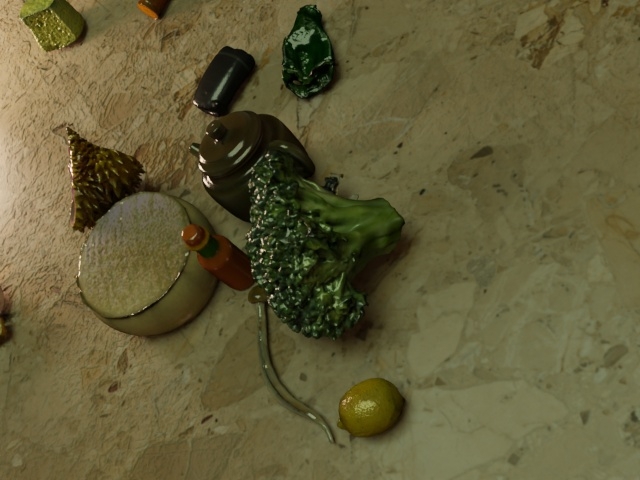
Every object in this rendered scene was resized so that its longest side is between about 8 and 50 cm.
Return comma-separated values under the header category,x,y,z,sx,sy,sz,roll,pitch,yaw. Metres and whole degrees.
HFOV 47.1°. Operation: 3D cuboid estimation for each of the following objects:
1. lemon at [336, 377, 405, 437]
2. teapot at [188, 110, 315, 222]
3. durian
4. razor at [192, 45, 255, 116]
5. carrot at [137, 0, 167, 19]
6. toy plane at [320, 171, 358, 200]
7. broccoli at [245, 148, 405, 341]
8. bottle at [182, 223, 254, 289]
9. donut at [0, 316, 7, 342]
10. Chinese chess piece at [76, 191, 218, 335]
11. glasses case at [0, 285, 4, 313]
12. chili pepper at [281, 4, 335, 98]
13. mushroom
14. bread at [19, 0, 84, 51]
category,x,y,z,sx,sy,sz,roll,pitch,yaw
lemon,0.072,0.254,1.109,0.110,0.082,0.082,-26,59,4
teapot,-0.127,-0.148,1.296,0.267,0.175,0.186,4,64,41
durian,-0.442,-0.099,1.437,0.153,0.260,0.187,24,91,-13
razor,-0.202,-0.327,1.506,0.090,0.054,0.148,22,77,34
carrot,-0.351,-0.618,1.709,0.057,0.057,0.224,17,73,30
toy plane,-0.010,-0.060,1.295,0.188,0.062,0.135,15,100,32
broccoli,0.000,0.000,1.178,0.248,0.245,0.288,-149,53,-60
bottle,-0.175,0.024,1.260,0.069,0.187,0.069,-9,63,18
donut,-0.673,0.197,1.486,0.083,0.067,0.038,-26,73,-27
Chinese chess piece,-0.318,0.042,1.362,0.269,0.112,0.270,-10,63,20
glasses case,-0.784,0.186,1.532,0.296,0.075,0.113,-36,57,5
chili pepper,-0.018,-0.380,1.444,0.108,0.062,0.216,-7,65,15
mushroom,-0.065,0.209,1.219,0.068,0.043,0.306,-44,55,31
bread,-0.644,-0.531,1.767,0.129,0.114,0.111,-20,54,12
